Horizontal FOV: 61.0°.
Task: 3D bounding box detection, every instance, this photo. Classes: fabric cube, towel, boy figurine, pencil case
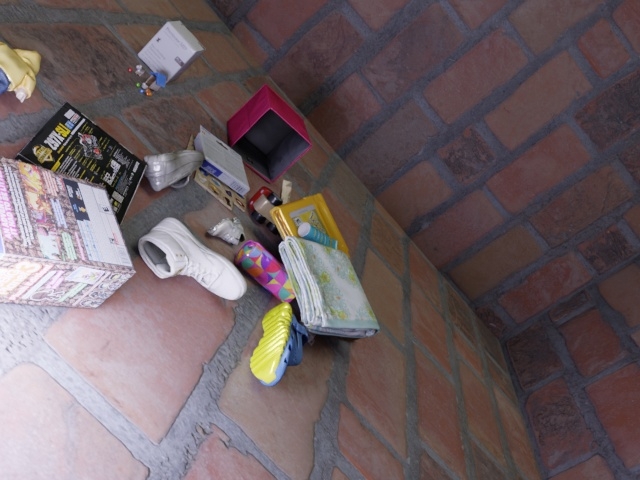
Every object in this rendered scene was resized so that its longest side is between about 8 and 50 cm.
[{"bbox_3d":[-0.225,-0.458,2.325,0.254,0.259,0.258,37,22,-34],"label":"fabric cube"},{"bbox_3d":[0.035,0.155,1.770,0.374,0.090,0.320,20,44,-53],"label":"towel"},{"bbox_3d":[-0.762,-0.407,1.287,0.177,0.092,0.285,43,20,-22],"label":"boy figurine"},{"bbox_3d":[-0.159,0.099,1.722,0.236,0.104,0.104,41,22,-26],"label":"pencil case"}]

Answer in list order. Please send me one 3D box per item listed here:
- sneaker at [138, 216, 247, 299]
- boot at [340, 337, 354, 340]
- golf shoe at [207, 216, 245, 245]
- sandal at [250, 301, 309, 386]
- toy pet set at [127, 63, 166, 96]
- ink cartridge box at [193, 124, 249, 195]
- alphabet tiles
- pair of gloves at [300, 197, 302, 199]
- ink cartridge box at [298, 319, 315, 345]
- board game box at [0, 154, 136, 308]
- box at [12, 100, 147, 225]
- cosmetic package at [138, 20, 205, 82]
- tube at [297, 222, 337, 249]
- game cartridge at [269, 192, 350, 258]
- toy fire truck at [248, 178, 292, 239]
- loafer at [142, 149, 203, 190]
[{"bbox_3d":[-0.332,0.077,1.385,0.292,0.108,0.169,39,22,-5],"label":"sneaker"},{"bbox_3d":[0.049,0.238,1.965,0.283,0.109,0.220,25,28,-38],"label":"boot"},{"bbox_3d":[-0.286,-0.024,1.711,0.086,0.069,0.176,60,21,5],"label":"golf shoe"},{"bbox_3d":[-0.097,0.294,1.489,0.138,0.126,0.317,51,20,-15],"label":"sandal"},{"bbox_3d":[-0.614,-0.583,1.964,0.122,0.065,0.114,58,21,18],"label":"toy pet set"},{"bbox_3d":[-0.367,-0.295,2.001,0.223,0.045,0.224,36,24,-39],"label":"ink cartridge box"},{"bbox_3d":[-0.376,-0.249,1.985,0.285,0.011,0.342,42,21,-27],"label":"alphabet tiles"},{"bbox_3d":[-0.029,-0.061,2.382,0.204,0.042,0.240,44,22,-30],"label":"pair of gloves"},{"bbox_3d":[-0.040,0.293,1.745,0.083,0.028,0.048,51,20,-2],"label":"ink cartridge box"},{"bbox_3d":[-0.533,-0.011,1.015,0.291,0.141,0.232,19,38,-57],"label":"board game box"},{"bbox_3d":[-0.573,-0.173,1.315,0.257,0.079,0.322,39,23,-27],"label":"box"},{"bbox_3d":[-0.583,-0.744,2.140,0.151,0.184,0.151,46,20,-15],"label":"cosmetic package"},{"bbox_3d":[0.000,0.000,1.930,0.207,0.052,0.080,33,57,-48],"label":"tube"},{"bbox_3d":[-0.025,-0.021,1.990,0.324,0.053,0.285,-27,90,-57],"label":"game cartridge"},{"bbox_3d":[-0.167,-0.147,2.096,0.217,0.158,0.246,36,13,-35],"label":"toy fire truck"},{"bbox_3d":[-0.445,-0.218,1.665,0.319,0.112,0.111,-46,133,-71],"label":"loafer"}]
